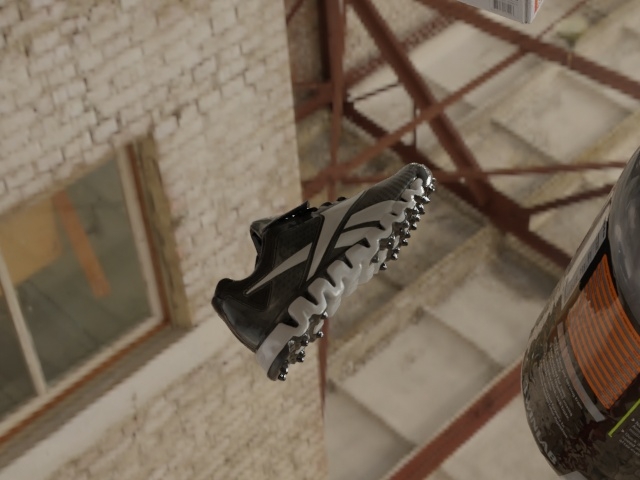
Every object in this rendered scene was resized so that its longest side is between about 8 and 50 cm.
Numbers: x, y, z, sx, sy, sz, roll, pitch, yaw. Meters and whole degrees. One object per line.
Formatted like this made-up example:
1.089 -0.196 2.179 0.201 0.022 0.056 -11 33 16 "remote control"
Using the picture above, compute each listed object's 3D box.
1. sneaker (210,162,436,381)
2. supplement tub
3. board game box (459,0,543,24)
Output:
0.000 0.000 1.000 0.106 0.078 0.234 38 -116 12 "sneaker"
0.239 0.042 0.707 0.194 0.316 0.193 2 -116 -4 "supplement tub"
0.025 -0.280 0.898 0.305 0.193 0.053 25 -110 19 "board game box"
